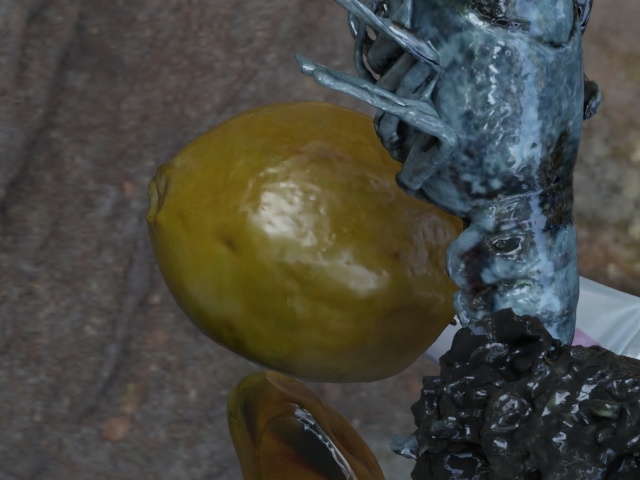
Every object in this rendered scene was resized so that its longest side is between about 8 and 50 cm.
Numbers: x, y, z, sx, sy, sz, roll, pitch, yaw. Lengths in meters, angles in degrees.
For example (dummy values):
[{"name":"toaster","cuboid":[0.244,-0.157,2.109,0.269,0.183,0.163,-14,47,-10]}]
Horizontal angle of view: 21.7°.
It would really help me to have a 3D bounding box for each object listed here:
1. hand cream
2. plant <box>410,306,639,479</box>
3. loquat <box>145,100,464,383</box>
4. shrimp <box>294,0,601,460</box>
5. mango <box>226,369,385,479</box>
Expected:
[{"name":"hand cream","cuboid":[0.151,0.065,1.661,0.185,0.358,0.118,-50,144,-18]},{"name":"plant","cuboid":[0.099,0.068,0.528,0.087,0.174,0.085,0,93,-40]},{"name":"loquat","cuboid":[0.000,0.000,1.089,0.234,0.176,0.187,19,32,-11]},{"name":"shrimp","cuboid":[0.083,-0.066,0.942,0.221,0.166,0.411,-24,106,-45]},{"name":"mango","cuboid":[-0.018,0.244,1.825,0.236,0.136,0.166,56,13,17]}]
